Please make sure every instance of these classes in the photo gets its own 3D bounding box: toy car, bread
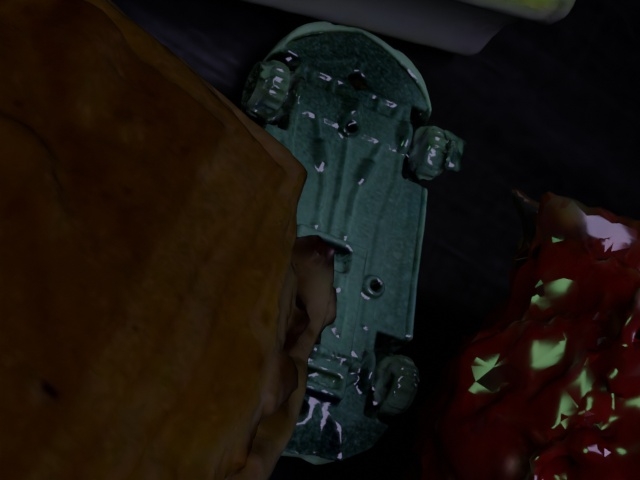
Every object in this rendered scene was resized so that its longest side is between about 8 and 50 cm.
[{"bbox_3d":[0.000,0.000,0.640,0.093,0.058,0.186,19,61,-17],"label":"toy car"},{"bbox_3d":[-0.165,0.009,0.472,0.324,0.167,0.277,39,36,-11],"label":"bread"}]

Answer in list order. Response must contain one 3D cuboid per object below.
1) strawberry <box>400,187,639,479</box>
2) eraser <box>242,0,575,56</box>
[{"bbox_3d":[0.156,0.165,0.571,0.292,0.292,0.343,12,80,-22],"label":"strawberry"},{"bbox_3d":[-0.030,-0.203,0.637,0.274,0.092,0.210,8,79,-22],"label":"eraser"}]
